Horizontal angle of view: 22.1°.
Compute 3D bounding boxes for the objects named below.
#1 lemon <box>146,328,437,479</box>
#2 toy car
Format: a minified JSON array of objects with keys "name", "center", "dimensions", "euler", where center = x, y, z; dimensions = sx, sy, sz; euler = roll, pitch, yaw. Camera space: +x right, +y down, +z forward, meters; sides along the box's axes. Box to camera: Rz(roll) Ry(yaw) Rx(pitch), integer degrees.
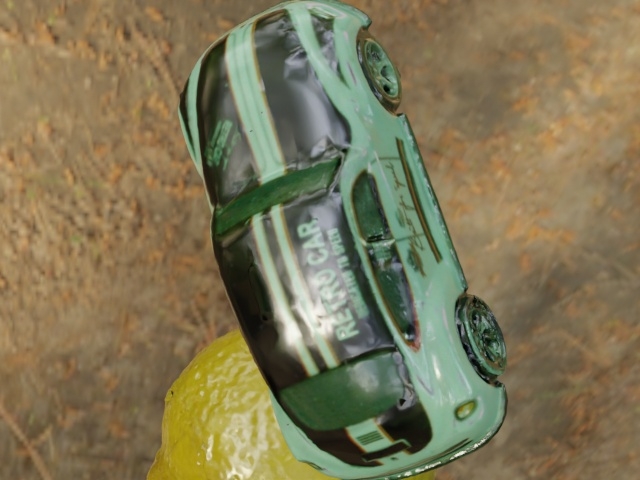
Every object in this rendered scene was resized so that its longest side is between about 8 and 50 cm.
[{"name":"lemon","center":[-0.013,0.148,1.192],"dimensions":[0.231,0.192,0.192],"euler":[-12,67,-14]},{"name":"toy car","center":[0.000,0.000,0.987],"dimensions":[0.136,0.125,0.306],"euler":[-23,84,25]}]
